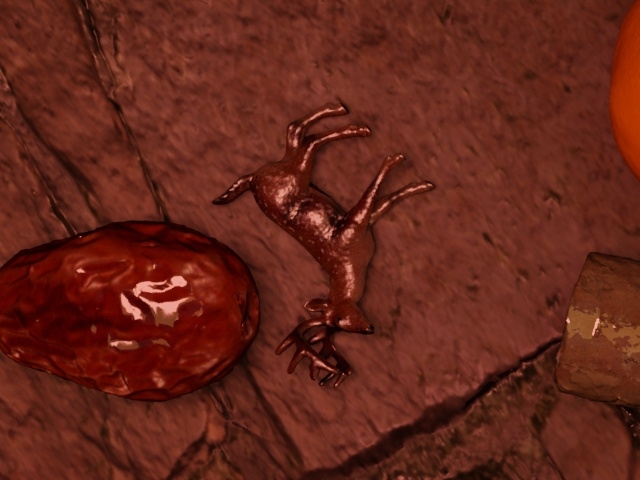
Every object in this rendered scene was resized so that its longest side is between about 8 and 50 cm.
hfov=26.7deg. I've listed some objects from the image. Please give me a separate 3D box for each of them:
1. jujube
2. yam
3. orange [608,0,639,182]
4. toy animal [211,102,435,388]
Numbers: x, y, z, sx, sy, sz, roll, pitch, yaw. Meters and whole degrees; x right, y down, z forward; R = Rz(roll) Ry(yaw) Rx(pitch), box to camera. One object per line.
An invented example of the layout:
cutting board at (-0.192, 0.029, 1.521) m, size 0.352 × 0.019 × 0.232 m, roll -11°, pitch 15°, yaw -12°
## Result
jujube at (-0.208, 0.074, 1.434) m, size 0.290 × 0.197 × 0.197 m, roll 0°, pitch 89°, yaw 17°
yam at (0.381, 0.107, 1.425) m, size 0.268 × 0.161 × 0.161 m, roll 10°, pitch 89°, yaw 3°
orange at (0.444, -0.158, 1.361) m, size 0.312 × 0.312 × 0.312 m, roll 0°, pitch 89°, yaw 2°
toy animal at (0.005, 0.004, 1.489) m, size 0.243 × 0.087 × 0.260 m, roll 42°, pitch 92°, yaw 16°
